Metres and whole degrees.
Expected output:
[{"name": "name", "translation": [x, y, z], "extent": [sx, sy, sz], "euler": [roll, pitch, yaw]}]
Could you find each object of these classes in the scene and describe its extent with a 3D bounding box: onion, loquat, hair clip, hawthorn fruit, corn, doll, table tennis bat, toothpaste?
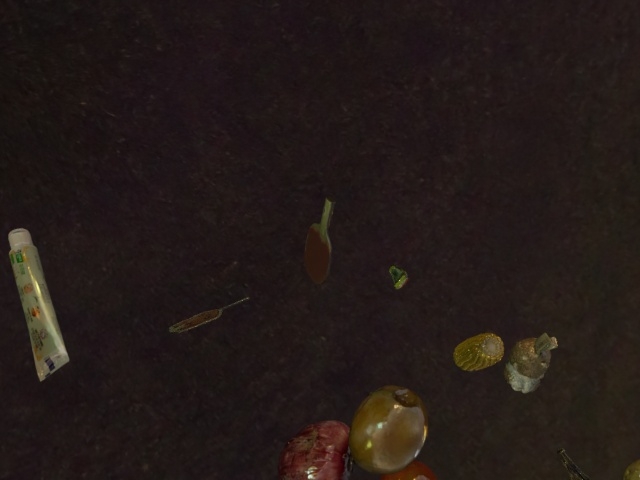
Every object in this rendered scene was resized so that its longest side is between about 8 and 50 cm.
[{"name": "onion", "translation": [-0.044, 0.573, 1.292], "extent": [0.120, 0.227, 0.283], "euler": [39, 126, -15]}, {"name": "loquat", "translation": [0.153, 0.440, 1.167], "extent": [0.179, 0.179, 0.227], "euler": [2, 122, -36]}, {"name": "hair clip", "translation": [0.267, 0.126, 1.732], "extent": [0.033, 0.188, 0.060], "euler": [36, 100, -10]}, {"name": "hawthorn fruit", "translation": [0.246, 0.702, 1.421], "extent": [0.189, 0.189, 0.189], "euler": [-13, 114, -31]}, {"name": "corn", "translation": [0.171, 0.121, 0.547], "extent": [0.037, 0.037, 0.092], "euler": [-44, 167, -14]}, {"name": "doll", "translation": [0.595, 0.340, 1.444], "extent": [0.115, 0.105, 0.221], "euler": [-53, 153, -48]}, {"name": "table tennis bat", "translation": [0.000, 0.000, 1.216], "extent": [0.022, 0.131, 0.234], "euler": [-5, 128, -26]}, {"name": "toothpaste", "translation": [-0.552, 0.111, 0.978], "extent": [0.056, 0.314, 0.058], "euler": [-15, 154, -29]}]

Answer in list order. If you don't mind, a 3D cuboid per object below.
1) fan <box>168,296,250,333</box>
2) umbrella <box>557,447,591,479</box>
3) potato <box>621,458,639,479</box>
[{"name": "fan", "translation": [-0.277, 0.186, 1.283], "extent": [0.220, 0.132, 0.009], "euler": [-22, 100, -27]}, {"name": "umbrella", "translation": [0.402, 0.366, 0.800], "extent": [0.020, 0.031, 0.083], "euler": [-31, 80, -34]}, {"name": "potato", "translation": [0.432, 0.307, 0.623], "extent": [0.138, 0.070, 0.091], "euler": [13, 117, -30]}]
